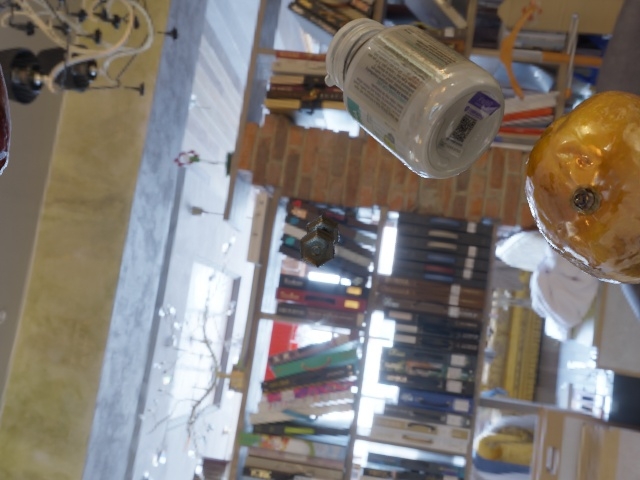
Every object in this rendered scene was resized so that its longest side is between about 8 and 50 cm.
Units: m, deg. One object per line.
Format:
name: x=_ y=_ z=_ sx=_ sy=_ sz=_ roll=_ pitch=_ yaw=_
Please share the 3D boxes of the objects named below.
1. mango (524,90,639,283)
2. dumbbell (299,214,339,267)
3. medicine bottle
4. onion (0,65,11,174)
mango: x=0.313 y=-0.049 z=0.673 sx=0.359 sy=0.144 sz=0.187 roll=4 pitch=-102 yaw=-51
dumbbell: x=0.000 y=0.000 z=0.705 sx=0.083 sy=0.036 sz=0.040 roll=-70 pitch=-22 yaw=-74
medicine bottle: x=0.100 y=-0.179 z=0.783 sx=0.215 sy=0.135 sz=0.135 roll=47 pitch=150 yaw=38
onion: x=-0.413 y=-0.115 z=0.591 sx=0.190 sy=0.246 sz=0.246 roll=-20 pitch=54 yaw=53
